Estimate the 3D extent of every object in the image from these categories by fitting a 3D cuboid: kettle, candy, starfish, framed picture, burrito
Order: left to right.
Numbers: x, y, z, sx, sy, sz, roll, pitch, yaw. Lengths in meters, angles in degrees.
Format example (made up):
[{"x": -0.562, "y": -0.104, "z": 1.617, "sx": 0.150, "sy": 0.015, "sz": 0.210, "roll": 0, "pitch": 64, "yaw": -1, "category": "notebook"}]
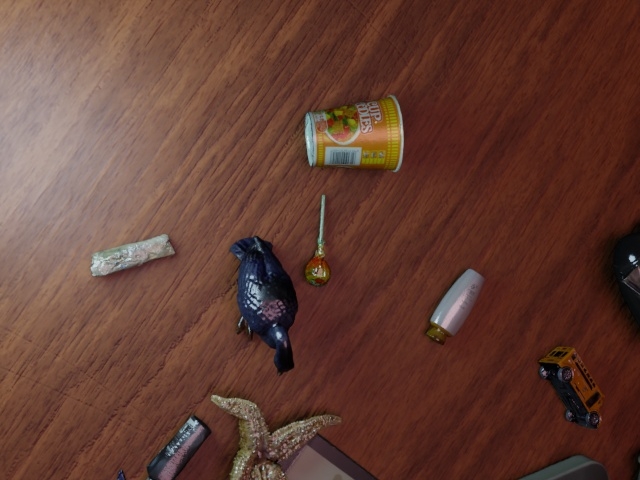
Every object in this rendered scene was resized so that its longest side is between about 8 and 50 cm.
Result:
[{"x": -0.379, "y": 0.030, "z": 1.588, "sx": 0.171, "sy": 0.042, "sz": 0.051, "roll": -17, "pitch": 87, "yaw": -16, "category": "burrito"}, {"x": -0.114, "y": 0.490, "z": 1.650, "sx": 0.301, "sy": 0.084, "sz": 0.294, "roll": 16, "pitch": 79, "yaw": -27, "category": "starfish"}, {"x": 0.000, "y": 0.000, "z": 1.694, "sx": 0.060, "sy": 0.060, "sz": 0.201, "roll": 7, "pitch": 82, "yaw": -16, "category": "candy"}, {"x": 0.013, "y": 0.606, "z": 1.740, "sx": 0.347, "sy": 0.016, "sz": 0.265, "roll": 39, "pitch": 82, "yaw": -13, "category": "framed picture"}, {"x": 0.810, "y": 0.084, "z": 1.849, "sx": 0.250, "sy": 0.207, "sz": 0.271, "roll": -41, "pitch": 95, "yaw": -3, "category": "kettle"}]

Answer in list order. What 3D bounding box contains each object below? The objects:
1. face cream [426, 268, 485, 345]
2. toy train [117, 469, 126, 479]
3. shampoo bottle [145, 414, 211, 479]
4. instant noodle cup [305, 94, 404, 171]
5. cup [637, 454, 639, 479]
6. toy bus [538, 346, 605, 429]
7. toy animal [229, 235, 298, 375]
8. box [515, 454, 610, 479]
[{"x": 0.305, "y": 0.150, "z": 1.782, "sx": 0.072, "sy": 0.051, "sz": 0.182, "roll": 36, "pitch": 82, "yaw": -16, "category": "face cream"}, {"x": -0.402, "y": 0.510, "z": 1.617, "sx": 0.017, "sy": 0.017, "sz": 0.083, "roll": -17, "pitch": 97, "yaw": -7, "category": "toy train"}, {"x": -0.312, "y": 0.455, "z": 1.619, "sx": 0.063, "sy": 0.057, "sz": 0.208, "roll": 42, "pitch": 81, "yaw": -14, "category": "shampoo bottle"}, {"x": 0.065, "y": -0.217, "z": 1.654, "sx": 0.184, "sy": 0.168, "sz": 0.169, "roll": -4, "pitch": 94, "yaw": -8, "category": "instant noodle cup"}, {"x": 0.820, "y": 0.595, "z": 1.925, "sx": 0.120, "sy": 0.120, "sz": 0.141, "roll": 12, "pitch": 104, "yaw": -16, "category": "cup"}, {"x": 0.602, "y": 0.348, "z": 1.858, "sx": 0.088, "sy": 0.083, "sz": 0.194, "roll": -36, "pitch": 100, "yaw": -21, "category": "toy bus"}, {"x": -0.111, "y": 0.125, "z": 1.597, "sx": 0.122, "sy": 0.185, "sz": 0.298, "roll": -6, "pitch": 75, "yaw": -11, "category": "toy animal"}, {"x": 0.540, "y": 0.733, "z": 1.857, "sx": 0.373, "sy": 0.090, "sz": 0.367, "roll": -18, "pitch": 97, "yaw": -15, "category": "box"}]
